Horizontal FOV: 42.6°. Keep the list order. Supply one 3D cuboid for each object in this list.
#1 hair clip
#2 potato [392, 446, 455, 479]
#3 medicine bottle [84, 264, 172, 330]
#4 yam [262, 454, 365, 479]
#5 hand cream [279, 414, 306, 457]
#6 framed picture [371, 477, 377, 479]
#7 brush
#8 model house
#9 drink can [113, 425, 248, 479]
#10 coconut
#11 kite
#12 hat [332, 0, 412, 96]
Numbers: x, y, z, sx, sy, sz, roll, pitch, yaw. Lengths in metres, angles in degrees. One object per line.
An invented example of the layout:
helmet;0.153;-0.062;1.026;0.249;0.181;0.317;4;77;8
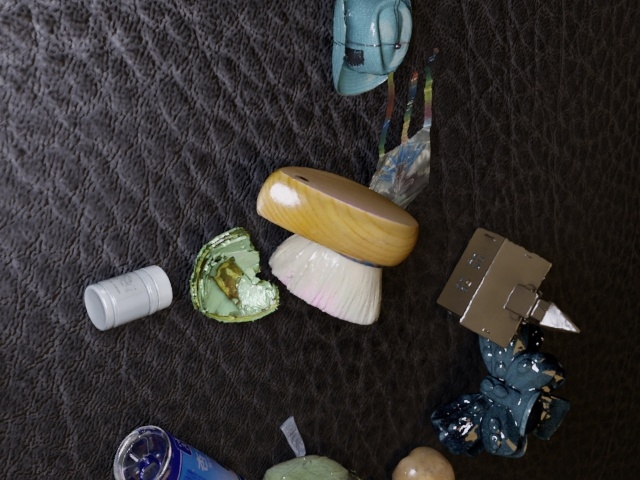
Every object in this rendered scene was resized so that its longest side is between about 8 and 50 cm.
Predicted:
hair clip;0.376;0.312;1.658;0.194;0.206;0.310;26;92;-51
potato;0.211;0.476;1.668;0.147;0.112;0.112;16;100;-42
medicine bottle;-0.234;0.069;1.004;0.091;0.058;0.058;-19;125;-38
yam;0.016;0.487;1.412;0.271;0.202;0.201;42;61;-48
hand cream;-0.043;0.335;1.387;0.030;0.019;0.093;-40;133;-25
framed picture;0.082;0.587;1.666;0.199;0.010;0.195;-51;139;-11
brush;0.000;0.000;1.135;0.267;0.174;0.166;18;108;-41
model house;0.377;0.120;1.518;0.176;0.248;0.181;29;91;-50
drink can;-0.189;0.351;1.186;0.097;0.097;0.235;-53;139;-10
coconut;-0.125;0.049;1.108;0.133;0.055;0.158;-28;129;-26
kite;0.119;-0.136;1.235;0.169;0.015;0.310;-39;148;-25
hat;0.078;-0.280;1.110;0.138;0.078;0.191;-21;126;-41
